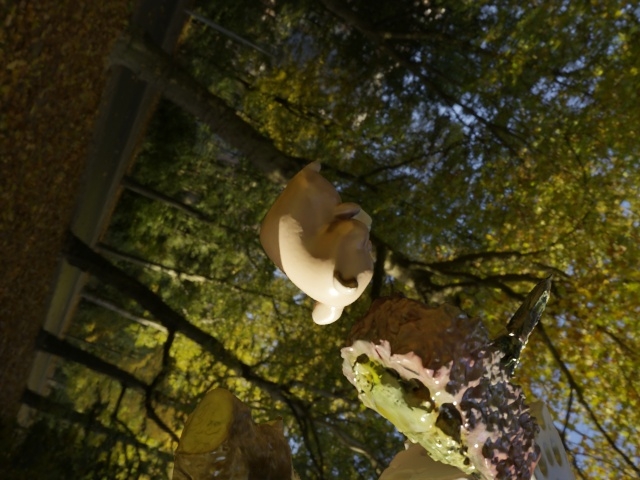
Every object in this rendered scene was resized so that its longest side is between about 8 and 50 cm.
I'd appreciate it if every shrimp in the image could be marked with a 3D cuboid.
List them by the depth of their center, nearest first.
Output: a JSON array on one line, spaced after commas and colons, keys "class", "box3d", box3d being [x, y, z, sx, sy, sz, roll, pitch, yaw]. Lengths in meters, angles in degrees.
[{"class": "shrimp", "box3d": [0.420, 0.227, 1.259, 0.445, 0.085, 0.272, -37, 152, -42]}]

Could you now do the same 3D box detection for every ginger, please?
[{"class": "ginger", "box3d": [-0.104, 0.351, 0.835, 0.123, 0.270, 0.218, -12, -134, 38]}]

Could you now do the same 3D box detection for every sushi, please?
[{"class": "sushi", "box3d": [0.118, 0.165, 0.610, 0.107, 0.241, 0.161, -45, -156, -24]}]

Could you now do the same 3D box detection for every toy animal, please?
[{"class": "toy animal", "box3d": [0.004, 0.002, 1.131, 0.213, 0.256, 0.195, -41, 166, -29]}]

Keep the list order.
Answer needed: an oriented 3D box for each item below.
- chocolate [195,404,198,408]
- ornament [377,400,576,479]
[{"class": "chocolate", "box3d": [-0.152, 0.448, 1.103, 0.185, 0.101, 0.303, 14, -59, 57]}, {"class": "ornament", "box3d": [0.255, 0.417, 0.859, 0.240, 0.238, 0.240, -23, 175, 25]}]
